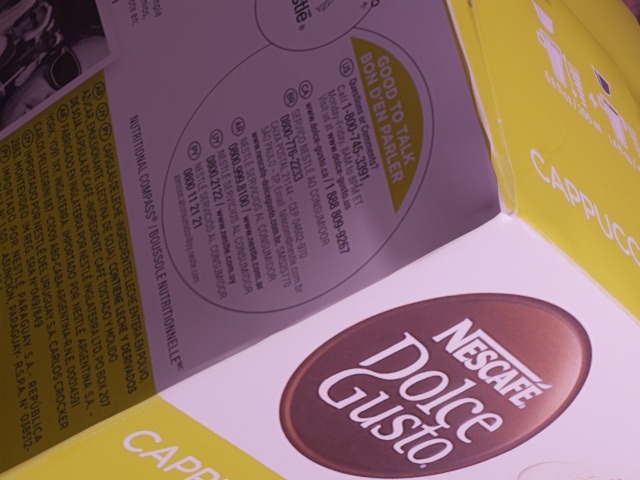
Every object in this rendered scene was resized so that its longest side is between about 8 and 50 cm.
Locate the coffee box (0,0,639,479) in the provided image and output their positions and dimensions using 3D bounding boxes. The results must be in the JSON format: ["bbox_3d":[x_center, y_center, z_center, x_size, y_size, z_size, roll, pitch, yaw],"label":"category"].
[{"bbox_3d":[0.000,0.000,1.001,0.334,0.338,0.337,-28,141,20],"label":"coffee box"}]
